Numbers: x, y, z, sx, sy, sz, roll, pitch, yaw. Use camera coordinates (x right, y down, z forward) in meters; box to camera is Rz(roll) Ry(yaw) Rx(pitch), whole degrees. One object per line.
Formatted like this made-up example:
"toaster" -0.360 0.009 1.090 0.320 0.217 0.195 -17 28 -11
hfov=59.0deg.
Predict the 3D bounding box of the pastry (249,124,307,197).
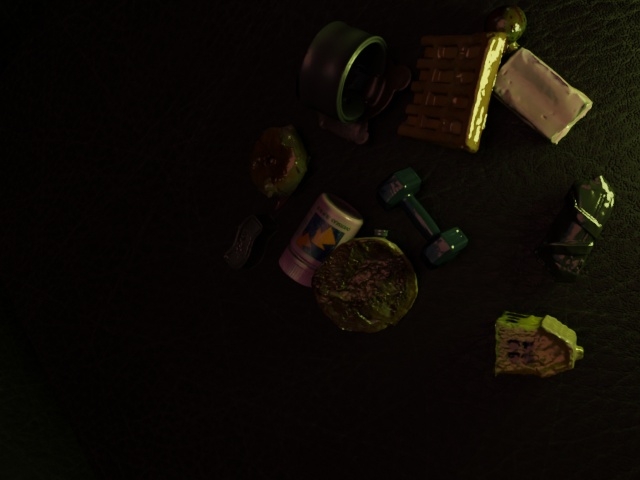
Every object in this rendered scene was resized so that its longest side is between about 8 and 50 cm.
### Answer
"pastry" -0.160 -0.284 2.034 0.235 0.120 0.257 -25 74 34

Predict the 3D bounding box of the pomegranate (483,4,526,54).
"pomegranate" 0.544 -0.622 1.652 0.130 0.130 0.130 1 92 29

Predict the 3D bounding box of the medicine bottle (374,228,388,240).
"medicine bottle" 0.194 0.058 1.900 0.051 0.051 0.191 9 95 28

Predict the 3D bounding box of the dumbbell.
"dumbbell" 0.314 -0.070 1.779 0.144 0.160 0.325 -33 74 -4

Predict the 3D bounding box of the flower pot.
"flower pot" -0.259 0.005 2.114 0.103 0.108 0.229 38 109 21

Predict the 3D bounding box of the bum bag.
"bum bag" 0.714 -0.035 1.598 0.142 0.079 0.326 26 103 22

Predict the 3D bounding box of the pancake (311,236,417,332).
"pancake" 0.147 0.151 1.856 0.356 0.065 0.356 3 109 9

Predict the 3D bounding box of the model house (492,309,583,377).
"model house" 0.615 0.305 1.601 0.234 0.193 0.175 7 94 26

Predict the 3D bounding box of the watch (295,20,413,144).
"watch" 0.078 -0.495 1.791 0.314 0.327 0.335 31 106 25

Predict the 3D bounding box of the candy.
"candy" 0.622 -0.414 1.617 0.265 0.115 0.155 48 111 19

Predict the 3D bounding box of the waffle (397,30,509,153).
"waffle" 0.390 -0.451 1.695 0.304 0.077 0.348 26 107 53

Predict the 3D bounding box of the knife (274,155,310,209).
"knife" -0.101 -0.207 2.075 0.035 0.018 0.247 41 112 19

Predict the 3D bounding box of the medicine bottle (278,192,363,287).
"medicine bottle" 0.000 0.000 1.932 0.178 0.178 0.291 41 108 21
